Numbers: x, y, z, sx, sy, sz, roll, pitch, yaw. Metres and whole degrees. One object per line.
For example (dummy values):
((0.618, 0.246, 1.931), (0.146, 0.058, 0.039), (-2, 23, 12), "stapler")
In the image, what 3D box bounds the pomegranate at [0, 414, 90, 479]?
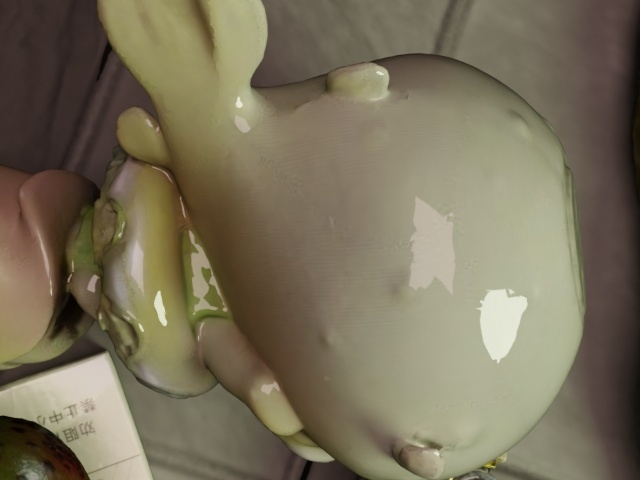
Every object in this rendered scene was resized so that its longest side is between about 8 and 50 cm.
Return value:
((-0.172, 0.144, 0.494), (0.130, 0.130, 0.130), (1, 86, -11), "pomegranate")

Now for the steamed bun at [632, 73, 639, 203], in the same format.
((0.332, -0.007, 0.604), (0.247, 0.189, 0.428), (5, 85, -13), "steamed bun")

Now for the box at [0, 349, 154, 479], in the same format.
((-0.140, 0.172, 0.577), (0.109, 0.029, 0.198), (-19, 89, -11), "box")

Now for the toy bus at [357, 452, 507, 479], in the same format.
((0.043, 0.190, 0.590), (0.074, 0.081, 0.226), (21, 86, -4), "toy bus")

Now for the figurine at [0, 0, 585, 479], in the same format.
((-0.077, -0.010, 0.495), (0.394, 0.274, 0.227), (-3, 42, 14), "figurine")
